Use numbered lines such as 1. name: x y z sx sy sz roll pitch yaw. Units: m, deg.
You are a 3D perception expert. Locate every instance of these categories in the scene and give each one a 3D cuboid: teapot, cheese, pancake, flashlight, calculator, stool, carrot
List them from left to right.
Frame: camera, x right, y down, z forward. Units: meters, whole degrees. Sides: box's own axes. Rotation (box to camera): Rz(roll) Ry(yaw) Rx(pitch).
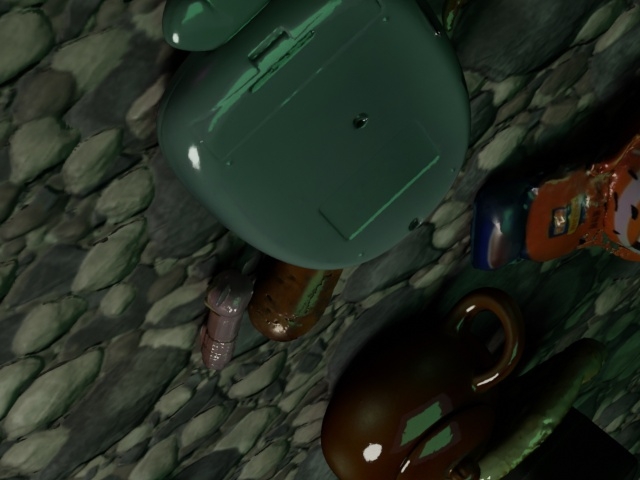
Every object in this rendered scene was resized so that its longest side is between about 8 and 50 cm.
1. flashlight: -0.071 0.054 1.028 0.052 0.031 0.110 -51 166 -39
2. calculator: 0.000 -0.079 0.879 0.185 0.041 0.299 -42 143 0
3. carrot: 0.000 0.000 1.020 0.055 0.055 0.161 2 123 -51
4. teapot: 0.105 0.150 1.265 0.178 0.135 0.252 -5 136 -53
5. pancake: 0.182 0.180 1.404 0.253 0.037 0.253 -42 178 -1
6. stool: 0.232 0.284 1.564 0.232 0.141 0.232 -43 160 -19
7. cheese: 0.282 -0.044 1.223 0.329 0.129 0.217 -13 139 -12

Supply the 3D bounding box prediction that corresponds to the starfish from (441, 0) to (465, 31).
1. starfish: 0.182 -0.255 0.856 0.293 0.084 0.301 -28 153 -26
